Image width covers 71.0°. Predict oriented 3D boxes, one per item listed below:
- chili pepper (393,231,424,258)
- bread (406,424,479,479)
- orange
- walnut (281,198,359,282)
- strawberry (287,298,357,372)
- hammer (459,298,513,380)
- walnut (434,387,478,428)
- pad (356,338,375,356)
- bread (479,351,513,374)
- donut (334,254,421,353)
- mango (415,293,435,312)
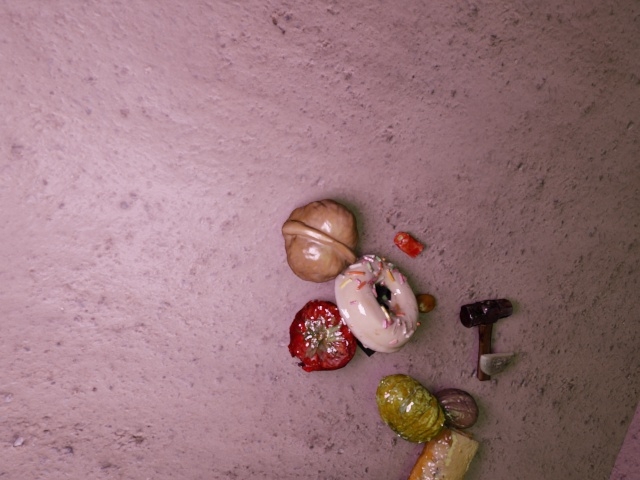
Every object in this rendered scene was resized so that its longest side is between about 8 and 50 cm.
[{"bbox_3d":[0.353,0.013,1.810,0.123,0.073,0.070,35,43,-27],"label":"chili pepper"},{"bbox_3d":[0.542,1.017,2.032,0.236,0.165,0.375,32,87,-29],"label":"bread"},{"bbox_3d":[0.353,0.679,1.808,0.223,0.300,0.301,-50,132,-16],"label":"orange"},{"bbox_3d":[0.000,0.000,1.553,0.285,0.285,0.296,29,82,-25],"label":"walnut"},{"bbox_3d":[0.014,0.355,1.664,0.274,0.220,0.274,1,92,16],"label":"strawberry"},{"bbox_3d":[0.751,0.467,2.067,0.242,0.095,0.409,-10,109,-21],"label":"hammer"},{"bbox_3d":[0.598,0.746,1.999,0.230,0.178,0.178,22,91,-23],"label":"walnut"},{"bbox_3d":[0.192,0.349,1.822,0.170,0.006,0.245,-40,113,1],"label":"pad"},{"bbox_3d":[0.803,0.572,2.058,0.193,0.036,0.112,2,108,-24],"label":"bread"},{"bbox_3d":[0.219,0.220,1.644,0.383,0.382,0.142,27,134,-30],"label":"donut"},{"bbox_3d":[0.442,0.266,1.899,0.114,0.060,0.080,0,84,-26],"label":"mango"}]
